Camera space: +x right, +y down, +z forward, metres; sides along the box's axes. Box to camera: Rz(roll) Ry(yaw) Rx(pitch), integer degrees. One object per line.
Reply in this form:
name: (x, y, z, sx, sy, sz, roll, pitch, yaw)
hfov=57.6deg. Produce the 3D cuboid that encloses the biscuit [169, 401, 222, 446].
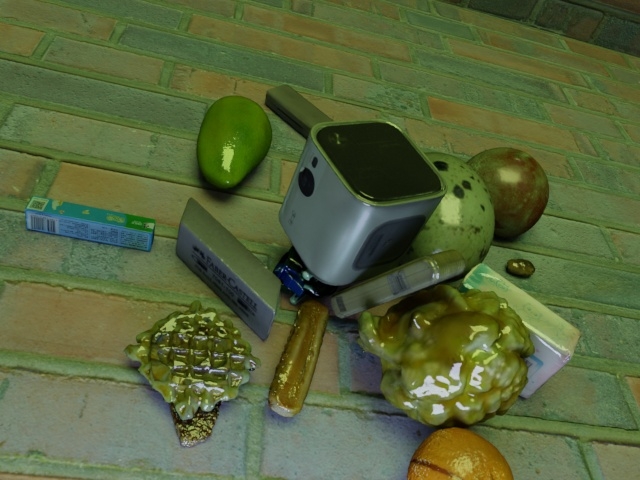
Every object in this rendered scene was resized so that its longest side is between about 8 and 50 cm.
biscuit: (-0.233, 0.268, 1.114, 0.131, 0.026, 0.236, -9, 50, -26)

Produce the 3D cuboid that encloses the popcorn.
popcorn: (0.245, 0.233, 1.157, 0.274, 0.336, 0.279, 30, 34, -58)

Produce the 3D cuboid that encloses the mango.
mango: (-0.230, -0.258, 1.547, 0.193, 0.156, 0.343, 7, 48, -2)

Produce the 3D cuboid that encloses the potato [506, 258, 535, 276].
potato: (0.552, 0.073, 1.601, 0.083, 0.040, 0.051, 10, 39, -14)

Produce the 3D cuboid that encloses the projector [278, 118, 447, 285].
projector: (0.081, -0.084, 1.238, 0.248, 0.249, 0.248, -12, 54, -33)

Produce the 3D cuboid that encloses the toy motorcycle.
toy motorcycle: (0.000, 0.000, 1.380, 0.196, 0.125, 0.331, 30, 48, 5)

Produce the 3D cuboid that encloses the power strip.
power strip: (0.133, 0.095, 1.189, 0.092, 0.388, 0.066, -12, 78, -35)

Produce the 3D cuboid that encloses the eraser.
eraser: (-0.206, 0.058, 1.271, 0.352, 0.111, 0.077, 41, 49, 20)

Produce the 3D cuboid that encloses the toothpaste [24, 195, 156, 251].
toothpaste: (-0.504, -0.035, 1.284, 0.267, 0.065, 0.050, 11, 41, -10)

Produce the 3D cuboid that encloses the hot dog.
hot dog: (-0.044, 0.235, 1.194, 0.083, 0.068, 0.289, 40, 37, -14)

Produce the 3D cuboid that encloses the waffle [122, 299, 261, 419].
waffle: (-0.232, 0.217, 1.106, 0.223, 0.054, 0.204, 41, 46, 21)

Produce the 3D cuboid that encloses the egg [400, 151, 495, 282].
egg: (0.282, -0.058, 1.446, 0.288, 0.287, 0.379, 17, 40, -5)

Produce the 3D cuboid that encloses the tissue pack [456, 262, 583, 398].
tissue pack: (0.410, 0.201, 1.305, 0.271, 0.201, 0.124, 37, 51, 16)

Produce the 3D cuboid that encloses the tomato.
tomato: (0.530, -0.153, 1.688, 0.270, 0.222, 0.270, 12, 41, -11)

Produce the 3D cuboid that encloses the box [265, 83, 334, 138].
box: (-0.061, -0.397, 1.820, 0.244, 0.055, 0.103, 42, 47, 21)

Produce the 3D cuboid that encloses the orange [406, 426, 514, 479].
orange: (0.252, 0.431, 1.031, 0.193, 0.161, 0.193, 7, 68, -18)
